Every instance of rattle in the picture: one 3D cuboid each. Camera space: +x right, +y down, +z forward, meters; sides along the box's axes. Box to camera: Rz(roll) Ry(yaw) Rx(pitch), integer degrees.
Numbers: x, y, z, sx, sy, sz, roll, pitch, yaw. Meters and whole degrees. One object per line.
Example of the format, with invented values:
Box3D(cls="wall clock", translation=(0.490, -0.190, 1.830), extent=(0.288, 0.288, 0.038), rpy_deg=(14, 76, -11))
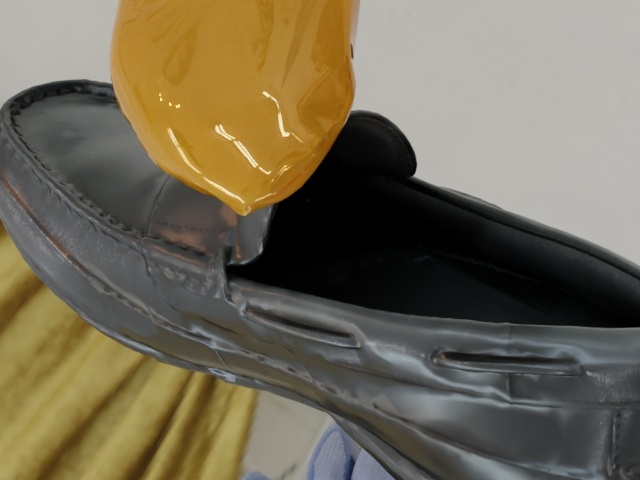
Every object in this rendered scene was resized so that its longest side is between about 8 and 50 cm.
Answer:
Box3D(cls="rattle", translation=(-0.002, -0.068, 0.430), extent=(0.143, 0.130, 0.200), rpy_deg=(61, 173, 12))

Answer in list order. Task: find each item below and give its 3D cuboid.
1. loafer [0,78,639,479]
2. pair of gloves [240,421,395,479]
Box3D(cls="loafer", translation=(0.000, 0.000, 0.401), extent=(0.223, 0.076, 0.078), rpy_deg=(28, 133, 33))
Box3D(cls="pair of gloves", translation=(0.060, 0.088, 0.458), extent=(0.198, 0.159, 0.023), rpy_deg=(-5, 116, 18))
